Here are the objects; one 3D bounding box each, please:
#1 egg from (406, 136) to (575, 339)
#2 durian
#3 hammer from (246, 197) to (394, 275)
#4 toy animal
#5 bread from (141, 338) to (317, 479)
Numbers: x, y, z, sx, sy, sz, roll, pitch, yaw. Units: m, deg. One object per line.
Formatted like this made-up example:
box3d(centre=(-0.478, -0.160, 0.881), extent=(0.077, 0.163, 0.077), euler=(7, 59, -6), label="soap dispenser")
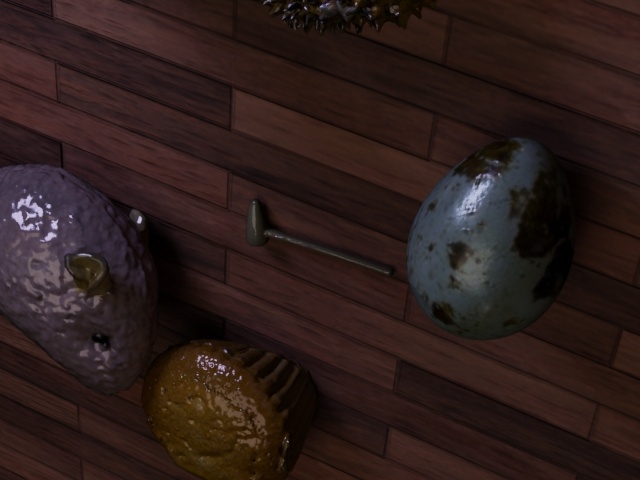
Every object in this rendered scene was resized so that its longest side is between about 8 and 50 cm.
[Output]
box3d(centre=(0.179, -0.002, 1.485), extent=(0.169, 0.169, 0.231), euler=(26, 123, 14), label="egg")
box3d(centre=(0.008, -0.275, 1.399), extent=(0.249, 0.138, 0.183), euler=(2, 160, 41), label="durian")
box3d(centre=(0.000, 0.000, 1.719), extent=(0.195, 0.028, 0.060), euler=(17, 126, 18), label="hammer")
box3d(centre=(-0.336, 0.017, 1.841), extent=(0.358, 0.188, 0.226), euler=(39, 126, 3), label="toy animal")
box3d(centre=(-0.121, 0.220, 1.892), extent=(0.240, 0.139, 0.240), euler=(19, 132, 22), label="bread")
